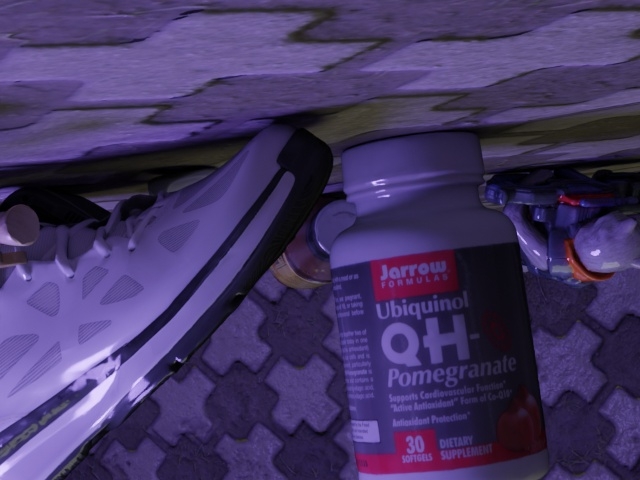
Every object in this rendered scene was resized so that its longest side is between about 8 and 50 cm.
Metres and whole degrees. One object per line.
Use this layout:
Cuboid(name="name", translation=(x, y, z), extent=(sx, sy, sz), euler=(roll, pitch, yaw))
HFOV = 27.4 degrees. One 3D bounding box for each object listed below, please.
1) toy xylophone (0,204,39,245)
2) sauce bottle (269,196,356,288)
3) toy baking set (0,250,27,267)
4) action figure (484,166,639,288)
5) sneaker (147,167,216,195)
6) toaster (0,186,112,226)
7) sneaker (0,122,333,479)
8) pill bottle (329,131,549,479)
Cuboid(name="toy xylophone", translation=(-0.341, -0.016, 0.861), extent=(0.323, 0.081, 0.236), euler=(-9, 177, 32))
Cuboid(name="sauce bottle", translation=(0.000, 0.000, 1.656), extent=(0.111, 0.111, 0.344), euler=(-7, 175, -11))
Cuboid(name="toy baking set", translation=(-0.315, 0.038, 0.895), extent=(0.197, 0.030, 0.256), euler=(-7, 177, -40))
Cuboid(name="action figure", translation=(0.331, -0.008, 1.714), extent=(0.341, 0.178, 0.330), euler=(-2, -175, -22))
Cuboid(name="sneaker", translation=(-0.109, -0.035, 1.232), extent=(0.054, 0.061, 0.152), euler=(-7, 176, 25))
Cuboid(name="toaster", translation=(-0.225, 0.035, 1.221), extent=(0.227, 0.129, 0.146), euler=(35, -175, 6))
Cuboid(name="sneaker", translation=(-0.212, 0.018, 1.036), extent=(0.447, 0.257, 0.169), euler=(-44, -177, 19))
Cuboid(name="pill bottle", translation=(0.103, 0.068, 1.205), extent=(0.176, 0.318, 0.176), euler=(-8, 177, 0))
